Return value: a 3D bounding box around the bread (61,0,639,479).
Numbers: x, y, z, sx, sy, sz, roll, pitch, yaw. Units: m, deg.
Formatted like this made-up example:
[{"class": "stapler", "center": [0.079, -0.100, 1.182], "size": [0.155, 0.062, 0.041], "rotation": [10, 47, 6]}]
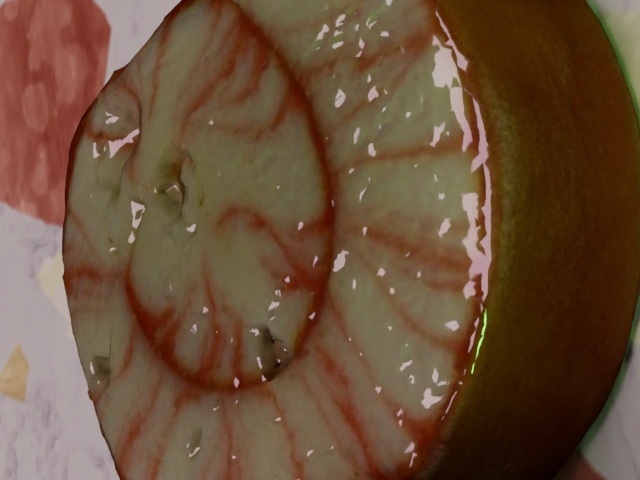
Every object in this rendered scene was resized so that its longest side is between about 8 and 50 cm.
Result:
[{"class": "bread", "center": [-0.001, 0.004, 0.797], "size": [0.327, 0.114, 0.295], "rotation": [-37, 63, 43]}]
